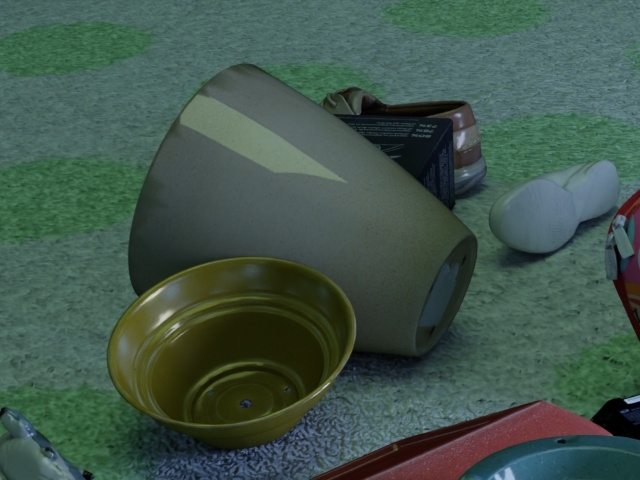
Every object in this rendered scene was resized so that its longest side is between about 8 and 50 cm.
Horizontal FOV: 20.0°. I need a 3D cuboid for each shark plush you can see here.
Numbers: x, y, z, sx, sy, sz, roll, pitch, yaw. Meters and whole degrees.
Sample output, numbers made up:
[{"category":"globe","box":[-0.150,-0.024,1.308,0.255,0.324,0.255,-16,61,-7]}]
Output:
[{"category":"shark plush","box":[-0.217,0.188,1.518,0.161,0.073,0.067,10,-4,39]}]

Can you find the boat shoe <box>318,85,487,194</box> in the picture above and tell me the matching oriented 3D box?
[{"category":"boat shoe","box":[0.036,-0.126,2.131,0.324,0.116,0.123,2,24,14]}]

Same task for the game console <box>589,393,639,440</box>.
[{"category":"game console","box":[0.391,0.175,1.427,0.361,0.044,0.213,-10,38,-35]}]

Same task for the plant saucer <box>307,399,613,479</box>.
[{"category":"plant saucer","box":[0.041,0.185,1.325,0.259,0.047,0.258,-18,-4,-32]}]

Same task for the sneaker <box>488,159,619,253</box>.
[{"category":"sneaker","box":[0.233,-0.036,1.964,0.094,0.080,0.212,1,13,42]}]

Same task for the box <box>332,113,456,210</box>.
[{"category":"box","box":[0.053,-0.054,1.971,0.153,0.108,0.207,4,25,17]}]

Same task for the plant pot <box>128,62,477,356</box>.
[{"category":"plant pot","box":[0.000,0.000,1.730,0.274,0.256,0.256,25,33,20]}]

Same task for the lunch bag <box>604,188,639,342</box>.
[{"category":"lunch bag","box":[0.385,-0.017,1.555,0.293,0.258,0.120,-42,35,-15]}]

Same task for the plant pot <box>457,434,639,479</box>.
[{"category":"plant pot","box":[0.167,0.245,1.135,0.293,0.196,0.293,-4,22,2]}]

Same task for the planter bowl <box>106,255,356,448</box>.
[{"category":"planter bowl","box":[-0.071,0.116,1.584,0.217,0.090,0.217,-6,40,5]}]
